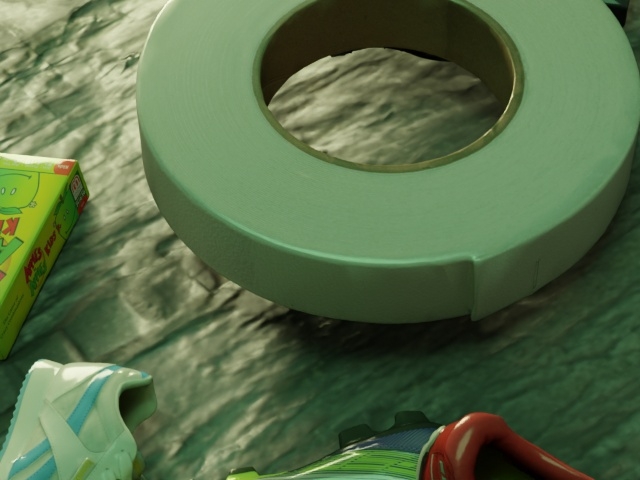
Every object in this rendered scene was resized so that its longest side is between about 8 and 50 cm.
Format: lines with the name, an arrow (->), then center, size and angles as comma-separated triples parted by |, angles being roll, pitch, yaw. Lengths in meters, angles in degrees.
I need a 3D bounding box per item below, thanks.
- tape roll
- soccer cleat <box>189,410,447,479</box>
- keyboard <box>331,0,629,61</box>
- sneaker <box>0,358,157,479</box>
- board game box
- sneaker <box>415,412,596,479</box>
tape roll -> 0.051, -0.103, 1.520 | 0.392, 0.072, 0.392 | 0, 48, 0
soccer cleat -> -0.022, 0.209, 1.293 | 0.289, 0.093, 0.121 | -22, 48, -9
keyboard -> 0.108, -0.233, 1.689 | 0.317, 0.033, 0.202 | 10, 67, 9
sneaker -> -0.172, 0.175, 1.366 | 0.092, 0.087, 0.229 | -1, 48, 10
board game box -> -0.263, 0.009, 1.577 | 0.092, 0.043, 0.181 | 6, 48, 18
sneaker -> 0.169, 0.212, 1.197 | 0.279, 0.118, 0.107 | 38, 64, 13
